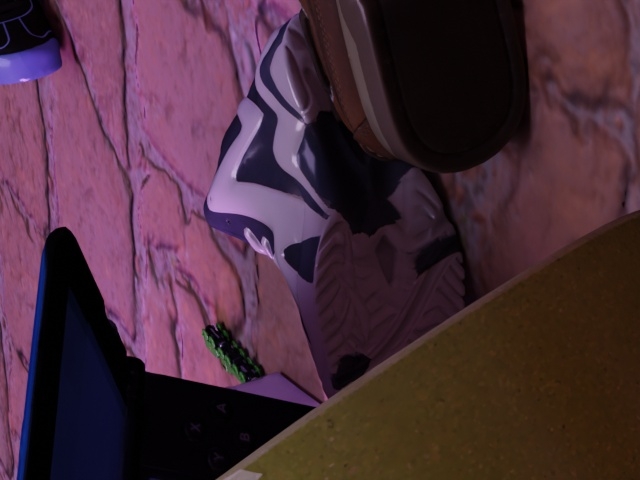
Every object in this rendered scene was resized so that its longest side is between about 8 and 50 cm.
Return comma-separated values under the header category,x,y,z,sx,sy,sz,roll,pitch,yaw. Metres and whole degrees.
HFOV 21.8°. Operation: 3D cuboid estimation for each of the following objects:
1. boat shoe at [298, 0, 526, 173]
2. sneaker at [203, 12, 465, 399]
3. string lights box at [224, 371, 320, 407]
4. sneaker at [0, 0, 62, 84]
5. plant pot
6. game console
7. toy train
category,x,y,z,sx,sy,sz,roll,pitch,yaw
boat shoe,0.015,-0.183,0.783,0.104,0.110,0.307,24,124,59
sneaker,0.000,0.000,0.943,0.153,0.094,0.235,-31,74,67
string lights box,-0.061,0.235,1.157,0.077,0.133,0.260,31,131,59
sneaker,-0.296,-0.213,1.487,0.232,0.081,0.090,43,147,53
plant pot,0.102,0.186,0.660,0.293,0.275,0.275,56,152,10
game console,-0.049,0.175,0.798,0.173,0.250,0.293,135,143,-52
toy train,-0.065,0.088,1.229,0.083,0.017,0.024,43,150,51
